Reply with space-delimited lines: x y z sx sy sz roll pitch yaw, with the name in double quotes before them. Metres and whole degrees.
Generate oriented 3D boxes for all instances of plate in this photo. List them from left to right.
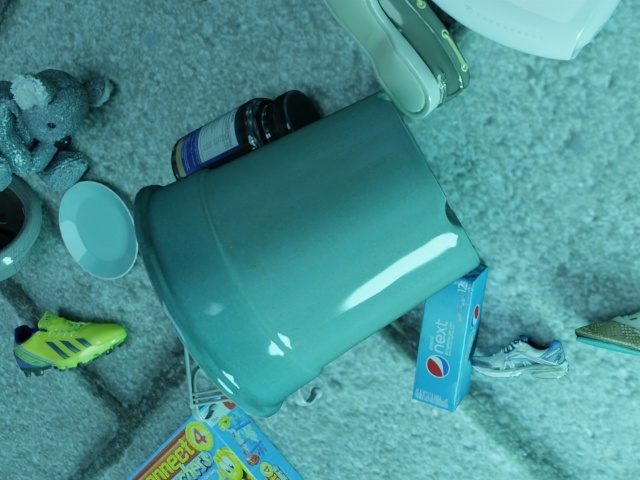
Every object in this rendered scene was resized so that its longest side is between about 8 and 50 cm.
"plate" -0.402 -0.020 1.405 0.188 0.024 0.188 10 113 26

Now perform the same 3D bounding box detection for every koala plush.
"koala plush" -0.469 -0.212 1.282 0.221 0.196 0.203 -27 78 37

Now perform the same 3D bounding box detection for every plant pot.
"plant pot" 0.000 0.000 0.986 0.334 0.341 0.341 -28 92 9

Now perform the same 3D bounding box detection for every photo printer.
"photo printer" 0.252 -0.376 0.865 0.256 0.107 0.307 35 120 15

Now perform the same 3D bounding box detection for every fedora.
"fedora" -0.654 -0.017 1.460 0.276 0.243 0.124 26 147 14

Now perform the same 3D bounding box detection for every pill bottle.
"pill bottle" -0.106 -0.137 1.140 0.219 0.123 0.122 -20 96 32

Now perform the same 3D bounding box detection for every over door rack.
"over door rack" -0.132 0.122 1.267 0.240 0.108 0.324 -17 85 31

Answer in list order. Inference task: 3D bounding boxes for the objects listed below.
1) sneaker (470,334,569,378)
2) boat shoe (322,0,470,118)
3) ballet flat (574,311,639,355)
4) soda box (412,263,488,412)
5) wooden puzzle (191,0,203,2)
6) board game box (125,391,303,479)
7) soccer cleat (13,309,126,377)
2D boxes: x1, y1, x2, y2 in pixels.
"sneaker" 0.278 0.160 1.080 0.135 0.052 0.058 -4 95 23
"boat shoe" 0.083 -0.305 0.996 0.305 0.091 0.109 58 157 1
"ballet flat" 0.433 0.127 0.976 0.206 0.073 0.067 17 87 21
"soda box" 0.185 0.134 1.102 0.067 0.071 0.210 16 114 25
"wooden puzzle" -0.190 -0.499 1.094 0.221 0.044 0.238 -35 89 40
"board game box" -0.181 0.480 1.419 0.302 0.086 0.308 47 123 7
"soccer cleat" -0.499 0.190 1.493 0.289 0.093 0.121 -16 92 32
